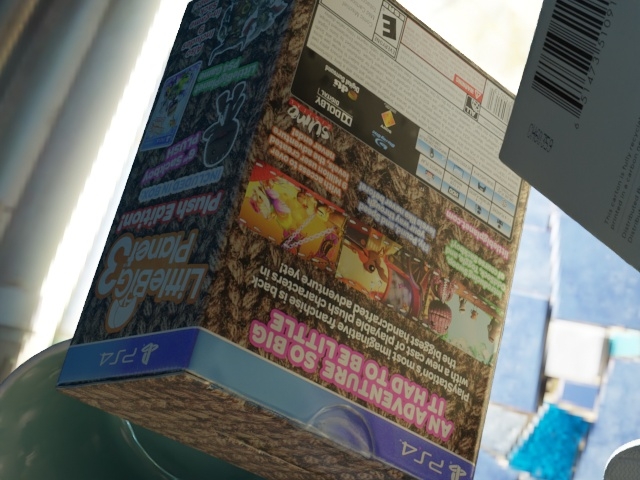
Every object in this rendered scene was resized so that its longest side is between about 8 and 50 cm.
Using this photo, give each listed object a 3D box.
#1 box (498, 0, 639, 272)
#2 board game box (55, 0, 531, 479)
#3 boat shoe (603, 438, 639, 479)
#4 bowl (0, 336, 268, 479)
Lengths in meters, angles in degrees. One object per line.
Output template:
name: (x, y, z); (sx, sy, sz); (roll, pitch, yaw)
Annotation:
box: (0.202, -0.087, 0.613); (0.182, 0.119, 0.181); (-128, 46, -58)
board game box: (0.000, 0.000, 0.775); (0.141, 0.232, 0.291); (-12, 55, 48)
boat shoe: (0.444, 0.246, 1.133); (0.119, 0.335, 0.121); (-33, -52, -70)
bowl: (-0.115, 0.181, 1.014); (0.163, 0.312, 0.311); (-60, -20, -62)
